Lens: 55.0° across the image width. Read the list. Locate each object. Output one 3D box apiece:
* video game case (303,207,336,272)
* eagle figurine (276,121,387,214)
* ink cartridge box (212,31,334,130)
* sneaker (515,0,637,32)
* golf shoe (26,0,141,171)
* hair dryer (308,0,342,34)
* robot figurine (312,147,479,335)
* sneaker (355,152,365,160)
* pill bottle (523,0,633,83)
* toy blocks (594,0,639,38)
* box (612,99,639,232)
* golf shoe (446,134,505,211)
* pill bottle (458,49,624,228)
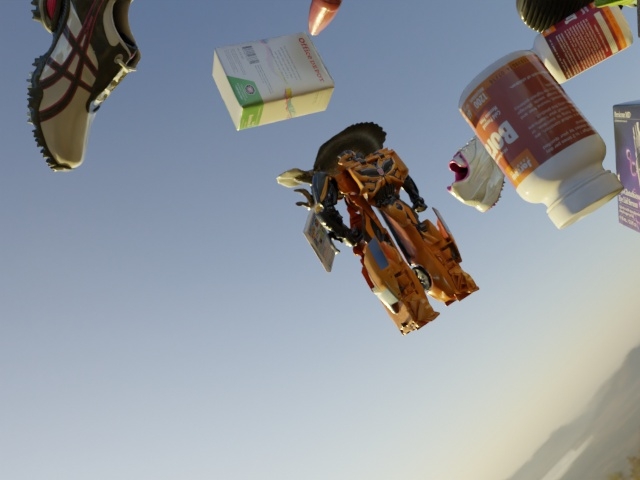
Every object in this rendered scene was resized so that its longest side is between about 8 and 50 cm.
[{"bbox_3d":[0.000,0.000,1.362,0.011,0.087,0.122,-15,-56,24],"label":"video game case"},{"bbox_3d":[0.044,-0.191,1.756,0.225,0.226,0.298,58,-132,-40],"label":"eagle figurine"},{"bbox_3d":[-0.099,-0.336,1.287,0.212,0.154,0.093,-19,-19,-20],"label":"ink cartridge box"},{"bbox_3d":[0.434,-0.446,1.045,0.331,0.146,0.122,-21,-36,-24],"label":"sneaker"},{"bbox_3d":[-0.295,-0.213,0.777,0.105,0.120,0.272,-93,13,-72],"label":"golf shoe"},{"bbox_3d":[0.029,-0.713,1.714,0.223,0.080,0.293,-90,19,-59],"label":"hair dryer"},{"bbox_3d":[0.114,-0.018,0.941,0.211,0.291,0.085,-26,-6,-37],"label":"robot figurine"},{"bbox_3d":[0.097,-0.162,1.356,0.044,0.040,0.109,-46,-31,-11],"label":"sneaker"},{"bbox_3d":[0.383,-0.296,0.937,0.152,0.086,0.086,-28,-17,25],"label":"pill bottle"},{"bbox_3d":[0.566,-0.306,0.733,0.261,0.381,0.190,-12,-81,-49],"label":"toy blocks"},{"bbox_3d":[0.535,-0.117,0.946,0.108,0.207,0.153,-7,10,7],"label":"box"},{"bbox_3d":[0.416,-0.230,1.605,0.115,0.140,0.306,120,166,-68],"label":"golf shoe"},{"bbox_3d":[0.284,-0.128,0.793,0.121,0.216,0.121,-27,-17,-9],"label":"pill bottle"}]
